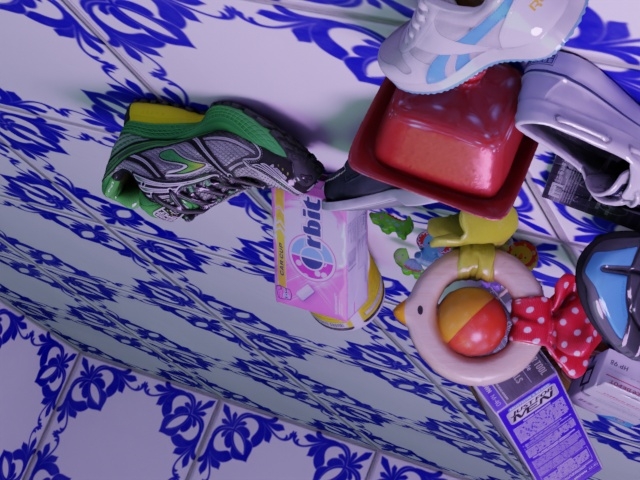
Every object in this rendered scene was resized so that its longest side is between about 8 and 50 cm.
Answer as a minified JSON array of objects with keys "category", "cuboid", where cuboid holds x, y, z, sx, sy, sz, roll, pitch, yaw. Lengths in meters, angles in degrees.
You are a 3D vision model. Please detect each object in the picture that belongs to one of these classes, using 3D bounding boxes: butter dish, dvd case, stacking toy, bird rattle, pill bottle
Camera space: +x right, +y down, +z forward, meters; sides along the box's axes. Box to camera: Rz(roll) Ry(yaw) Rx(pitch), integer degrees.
[{"category":"butter dish","cuboid":[0.124,-0.122,1.366,0.160,0.160,0.118,21,142,8]},{"category":"dvd case","cuboid":[0.342,-0.039,1.541,0.221,0.018,0.164,21,165,8]},{"category":"stacking toy","cuboid":[0.181,0.022,1.945,0.221,0.052,0.167,19,164,20]},{"category":"bird rattle","cuboid":[0.206,0.080,1.778,0.253,0.207,0.143,48,177,-4]},{"category":"pill bottle","cuboid":[0.019,0.045,2.119,0.119,0.119,0.208,18,165,17]}]

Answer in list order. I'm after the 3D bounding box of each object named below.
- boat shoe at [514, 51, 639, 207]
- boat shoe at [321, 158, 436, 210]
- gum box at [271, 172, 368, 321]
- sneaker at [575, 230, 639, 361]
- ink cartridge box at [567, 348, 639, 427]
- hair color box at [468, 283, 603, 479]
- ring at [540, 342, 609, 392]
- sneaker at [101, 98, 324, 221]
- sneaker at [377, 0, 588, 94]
[{"category":"boat shoe","cuboid":[0.272,-0.073,1.377,0.258,0.084,0.095,31,161,-23]},{"category":"boat shoe","cuboid":[0.088,-0.083,1.626,0.114,0.091,0.302,-11,-178,-31]},{"category":"gum box","cuboid":[0.000,0.000,1.922,0.107,0.062,0.188,15,125,25]},{"category":"sneaker","cuboid":[0.325,0.052,1.593,0.140,0.125,0.341,28,-177,31]},{"category":"ink cartridge box","cuboid":[0.421,0.204,2.094,0.104,0.060,0.180,24,164,-2]},{"category":"hair color box","cuboid":[0.285,0.224,2.159,0.185,0.110,0.339,55,178,37]},{"category":"ring","cuboid":[0.471,0.220,2.255,0.337,0.032,0.336,20,165,6]},{"category":"sneaker","cuboid":[-0.133,-0.080,1.841,0.344,0.146,0.134,6,158,46]},{"category":"sneaker","cuboid":[0.114,-0.187,1.238,0.092,0.087,0.229,37,154,-23]}]
